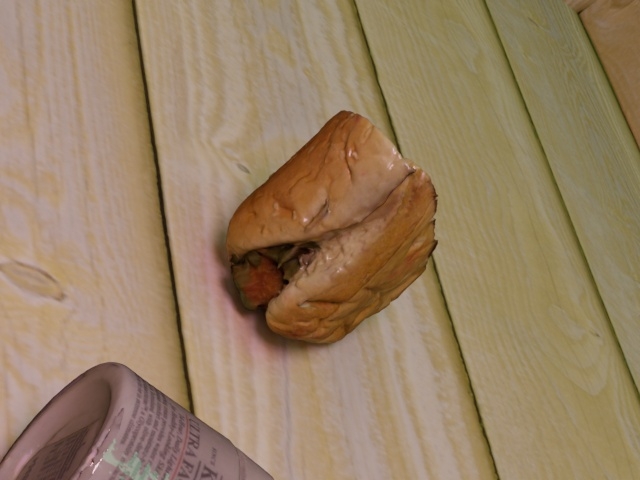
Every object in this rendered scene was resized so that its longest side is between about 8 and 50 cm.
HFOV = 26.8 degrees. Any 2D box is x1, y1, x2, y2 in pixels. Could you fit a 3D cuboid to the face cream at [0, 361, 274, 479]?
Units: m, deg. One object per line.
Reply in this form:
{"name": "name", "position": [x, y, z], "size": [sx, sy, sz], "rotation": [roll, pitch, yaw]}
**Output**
{"name": "face cream", "position": [-0.141, 0.195, 0.951], "size": [0.153, 0.177, 0.177], "rotation": [41, 30, -22]}

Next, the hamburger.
{"name": "hamburger", "position": [-0.001, 0.003, 1.388], "size": [0.162, 0.209, 0.330], "rotation": [49, -10, 11]}
